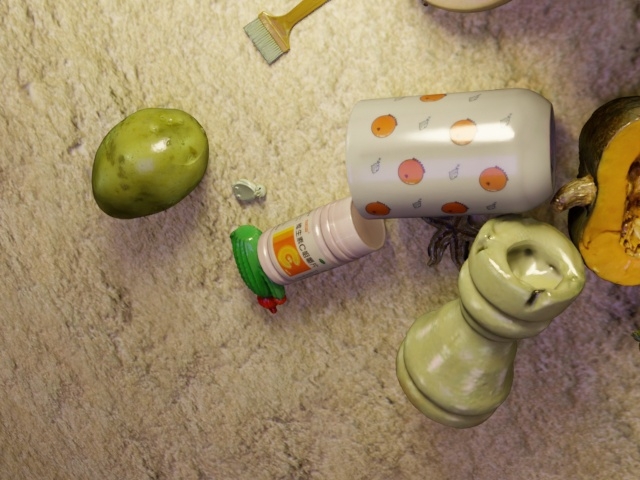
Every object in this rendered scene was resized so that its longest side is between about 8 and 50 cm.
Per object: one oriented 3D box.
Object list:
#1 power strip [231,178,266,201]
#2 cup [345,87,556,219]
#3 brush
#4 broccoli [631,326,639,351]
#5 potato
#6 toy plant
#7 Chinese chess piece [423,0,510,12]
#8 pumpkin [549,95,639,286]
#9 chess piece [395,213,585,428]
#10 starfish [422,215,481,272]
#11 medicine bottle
[{"bbox_3d":[-0.158,-0.105,1.422,0.083,0.035,0.055,4,123,25],"label":"power strip"},{"bbox_3d":[0.225,-0.142,1.108,0.318,0.212,0.212,0,122,24],"label":"cup"},{"bbox_3d":[-0.047,-0.405,1.183,0.205,0.011,0.083,-27,107,35],"label":"brush"},{"bbox_3d":[0.648,0.183,1.196,0.130,0.120,0.131,-23,135,27],"label":"broccoli"},{"bbox_3d":[-0.361,-0.158,1.367,0.304,0.216,0.215,-16,114,43],"label":"potato"},{"bbox_3d":[-0.131,0.073,1.482,0.155,0.088,0.240,7,125,62],"label":"toy plant"},{"bbox_3d":[0.220,-0.470,0.958,0.273,0.102,0.273,12,126,17],"label":"Chinese chess piece"},{"bbox_3d":[0.489,-0.084,1.066,0.222,0.139,0.317,3,126,14],"label":"pumpkin"},{"bbox_3d":[0.298,0.152,1.212,0.234,0.234,0.442,24,141,8],"label":"chess piece"},{"bbox_3d":[0.276,-0.016,1.271,0.176,0.053,0.208,4,126,22],"label":"starfish"},{"bbox_3d":[0.000,0.000,1.359,0.250,0.133,0.133,-20,112,33],"label":"medicine bottle"}]
